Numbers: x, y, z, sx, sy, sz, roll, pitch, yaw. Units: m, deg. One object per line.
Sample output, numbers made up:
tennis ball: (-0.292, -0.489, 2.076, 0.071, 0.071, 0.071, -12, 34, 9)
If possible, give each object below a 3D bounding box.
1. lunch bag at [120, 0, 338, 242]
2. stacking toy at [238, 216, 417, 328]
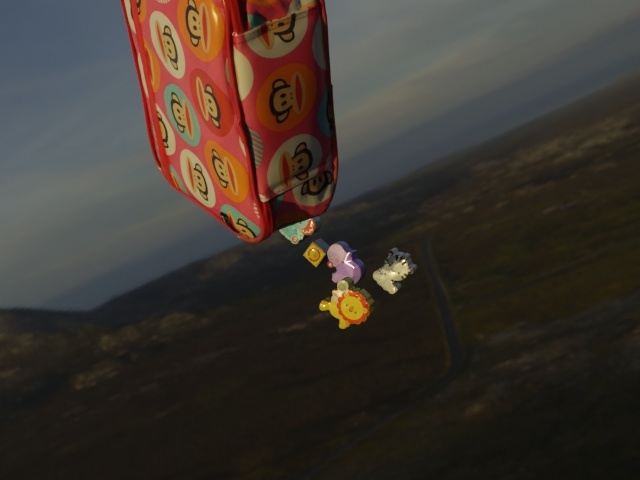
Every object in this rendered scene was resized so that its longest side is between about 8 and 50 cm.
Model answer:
lunch bag: (-0.101, -0.168, 0.930, 0.120, 0.293, 0.258, -26, 39, -27)
stacking toy: (0.000, 0.000, 1.121, 0.052, 0.221, 0.167, -55, -13, 25)
